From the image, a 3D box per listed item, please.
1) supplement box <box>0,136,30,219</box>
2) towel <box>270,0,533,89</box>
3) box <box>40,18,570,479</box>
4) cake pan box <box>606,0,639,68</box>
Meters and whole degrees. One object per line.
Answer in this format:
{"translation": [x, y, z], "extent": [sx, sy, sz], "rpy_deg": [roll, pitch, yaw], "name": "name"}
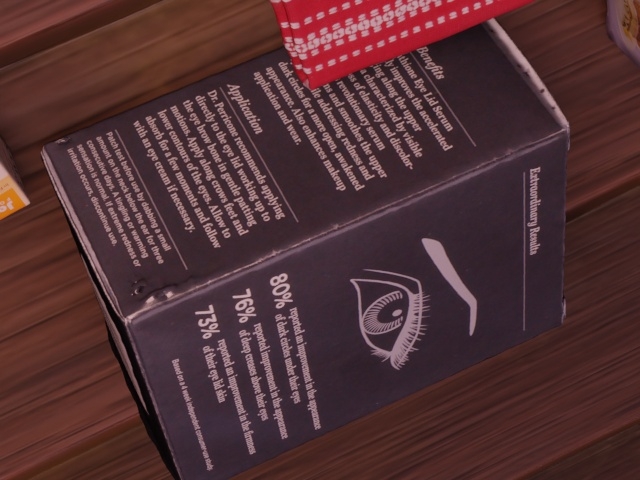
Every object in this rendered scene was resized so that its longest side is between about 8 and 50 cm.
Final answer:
{"translation": [-0.164, -0.037, 0.627], "extent": [0.062, 0.036, 0.098], "rpy_deg": [-29, 145, -1], "name": "supplement box"}
{"translation": [0.054, -0.174, 0.528], "extent": [0.198, 0.031, 0.275], "rpy_deg": [-22, 146, -3], "name": "towel"}
{"translation": [0.000, 0.000, 0.729], "extent": [0.207, 0.108, 0.153], "rpy_deg": [-23, 144, -11], "name": "box"}
{"translation": [0.236, -0.208, 0.682], "extent": [0.245, 0.070, 0.267], "rpy_deg": [-28, 144, -8], "name": "cake pan box"}
